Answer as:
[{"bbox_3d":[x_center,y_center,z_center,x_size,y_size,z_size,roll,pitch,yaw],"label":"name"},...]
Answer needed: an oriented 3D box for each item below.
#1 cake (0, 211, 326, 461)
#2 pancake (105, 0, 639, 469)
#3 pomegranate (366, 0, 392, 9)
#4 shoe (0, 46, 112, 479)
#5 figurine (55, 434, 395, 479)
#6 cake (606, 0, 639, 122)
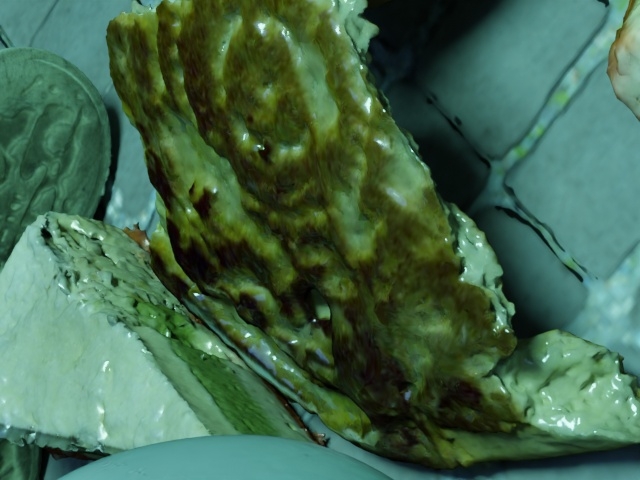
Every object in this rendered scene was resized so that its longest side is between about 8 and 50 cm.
[{"bbox_3d":[-0.090,0.084,0.718,0.116,0.086,0.220,-57,46,14],"label":"cake"},{"bbox_3d":[0.000,0.000,0.647,0.257,0.056,0.212,60,144,6],"label":"pancake"},{"bbox_3d":[0.001,-0.191,0.655,0.191,0.191,0.191,-16,66,40],"label":"pomegranate"},{"bbox_3d":[-0.220,0.047,0.841,0.159,0.124,0.316,11,80,46],"label":"shoe"},{"bbox_3d":[-0.047,0.257,0.576,0.205,0.225,0.381,51,140,45],"label":"figurine"},{"bbox_3d":[0.172,-0.128,0.483,0.158,0.160,0.262,-28,57,39],"label":"cake"}]
